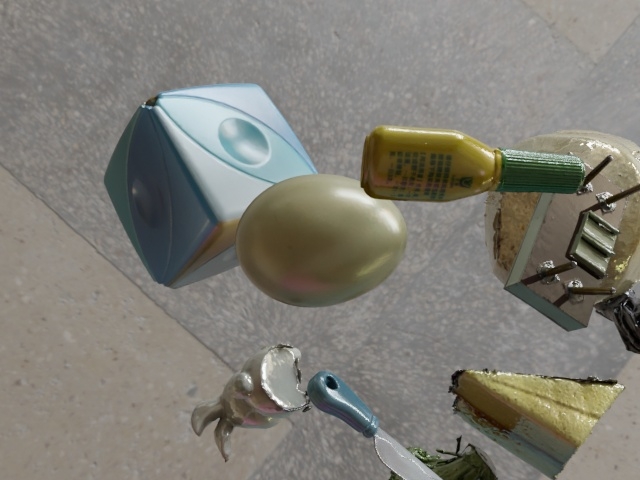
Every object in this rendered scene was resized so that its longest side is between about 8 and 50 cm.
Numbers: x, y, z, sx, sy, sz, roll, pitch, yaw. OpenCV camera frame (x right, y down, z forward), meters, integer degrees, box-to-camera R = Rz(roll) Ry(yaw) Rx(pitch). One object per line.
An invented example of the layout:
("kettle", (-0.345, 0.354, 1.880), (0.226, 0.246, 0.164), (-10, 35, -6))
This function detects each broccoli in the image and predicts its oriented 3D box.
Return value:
("broccoli", (0.313, 0.634, 1.774), (0.303, 0.321, 0.283), (40, 104, -12))

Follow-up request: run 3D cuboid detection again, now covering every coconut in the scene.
("coconut", (0.487, -0.042, 1.340), (0.360, 0.346, 0.347), (-5, 78, -48))

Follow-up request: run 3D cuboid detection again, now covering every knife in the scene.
("knife", (0.078, 0.251, 0.854), (0.244, 0.058, 0.032), (44, 113, -6))

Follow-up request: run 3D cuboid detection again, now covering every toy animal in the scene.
("toy animal", (-0.162, 0.390, 1.733), (0.247, 0.310, 0.183), (-30, 84, -46))

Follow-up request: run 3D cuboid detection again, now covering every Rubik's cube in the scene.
("Rubik's cube", (-0.256, -0.130, 1.628), (0.347, 0.352, 0.352), (-21, 72, -44))

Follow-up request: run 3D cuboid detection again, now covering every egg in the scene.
("egg", (0.000, 0.000, 0.969), (0.241, 0.186, 0.186), (-4, 81, 9))

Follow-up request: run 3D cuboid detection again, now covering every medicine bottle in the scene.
("medicine bottle", (0.180, -0.085, 0.826), (0.260, 0.064, 0.095), (4, 125, -1))

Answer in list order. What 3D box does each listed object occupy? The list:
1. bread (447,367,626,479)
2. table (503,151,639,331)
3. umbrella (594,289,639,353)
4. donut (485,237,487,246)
("bread", (0.509, 0.393, 1.705), (0.404, 0.346, 0.242), (33, 63, 10))
("table", (0.376, -0.010, 0.991), (0.121, 0.111, 0.240), (32, 65, -9))
("umbrella", (0.631, 0.138, 1.484), (0.118, 0.340, 0.118), (-3, 108, -11))
("donut", (0.521, 0.001, 1.731), (0.226, 0.226, 0.114), (20, 87, 0))
